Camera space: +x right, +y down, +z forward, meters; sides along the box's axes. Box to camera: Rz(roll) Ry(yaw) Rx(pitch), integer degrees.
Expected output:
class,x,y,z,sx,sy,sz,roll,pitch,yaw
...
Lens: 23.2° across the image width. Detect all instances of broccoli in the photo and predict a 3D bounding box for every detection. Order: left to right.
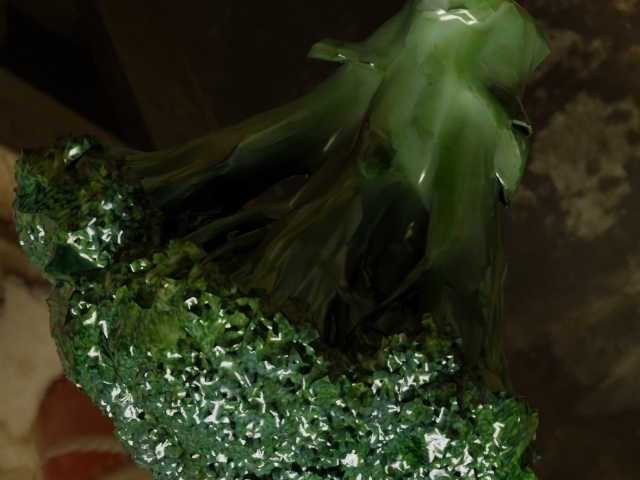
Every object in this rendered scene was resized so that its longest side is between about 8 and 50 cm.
class,x,y,z,sx,sy,sz,roll,pitch,yaw
broccoli,0.000,0.000,0.699,0.269,0.254,0.269,-1,98,-6
